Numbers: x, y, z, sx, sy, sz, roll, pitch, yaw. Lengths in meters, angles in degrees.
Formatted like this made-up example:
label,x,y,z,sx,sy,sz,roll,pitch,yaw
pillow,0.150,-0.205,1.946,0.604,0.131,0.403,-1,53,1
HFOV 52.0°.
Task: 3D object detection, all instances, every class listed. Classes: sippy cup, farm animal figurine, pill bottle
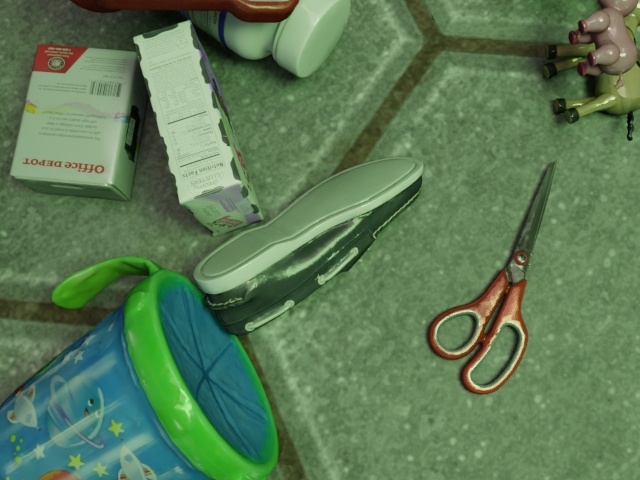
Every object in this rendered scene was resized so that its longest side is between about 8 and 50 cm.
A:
label,x,y,z,sx,sy,sz,roll,pitch,yaw
sippy cup,-0.196,0.182,0.673,0.224,0.305,0.240,-30,120,5
farm animal figurine,0.342,-0.339,0.776,0.172,0.330,0.327,-14,49,1
pill bottle,-0.102,-0.322,0.810,0.272,0.152,0.152,35,80,8

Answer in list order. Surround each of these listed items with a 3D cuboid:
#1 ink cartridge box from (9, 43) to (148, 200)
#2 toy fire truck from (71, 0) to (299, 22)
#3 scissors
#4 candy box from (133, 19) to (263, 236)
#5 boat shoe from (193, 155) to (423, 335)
label,x,y,z,sx,sy,sz,roll,pitch,yaw
ink cartridge box,-0.294,-0.144,0.814,0.127,0.072,0.175,6,77,2
toy fire truck,-0.154,-0.377,0.680,0.254,0.169,0.302,-4,84,-18
scissors,0.242,0.044,0.789,0.109,0.021,0.297,36,79,11
candy box,-0.136,-0.119,0.757,0.070,0.165,0.196,-19,78,-1
boat shoe,0.000,0.000,0.768,0.302,0.114,0.091,-29,118,-13
